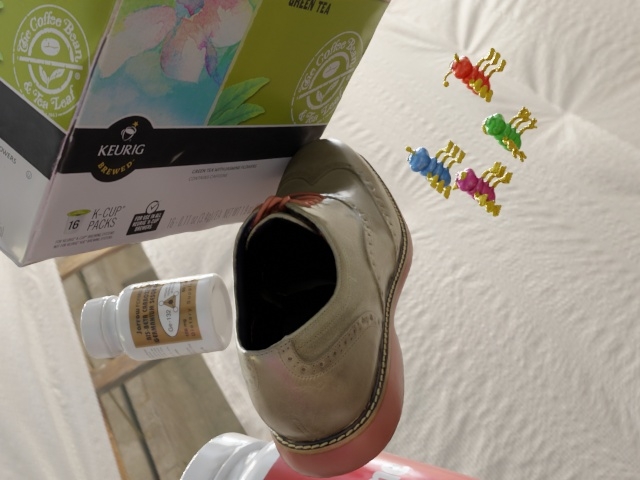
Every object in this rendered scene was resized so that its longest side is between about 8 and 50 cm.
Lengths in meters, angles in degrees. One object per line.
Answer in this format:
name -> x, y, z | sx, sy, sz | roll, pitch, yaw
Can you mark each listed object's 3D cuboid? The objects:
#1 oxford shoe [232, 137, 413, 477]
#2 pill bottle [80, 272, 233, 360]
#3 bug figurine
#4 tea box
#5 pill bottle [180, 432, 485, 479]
oxford shoe -> 0.000, 0.000, 0.590 | 0.122, 0.130, 0.348 | -19, -144, 12
pill bottle -> -0.273, 0.133, 1.269 | 0.229, 0.131, 0.131 | -9, -137, 9
bug figurine -> 0.249, -0.167, 1.256 | 0.072, 0.216, 0.279 | -5, -128, 55
tea box -> -0.131, -0.188, 0.625 | 0.220, 0.324, 0.329 | 37, -155, 20
pill bottle -> 0.035, 0.352, 0.867 | 0.407, 0.229, 0.229 | 7, -132, 32
